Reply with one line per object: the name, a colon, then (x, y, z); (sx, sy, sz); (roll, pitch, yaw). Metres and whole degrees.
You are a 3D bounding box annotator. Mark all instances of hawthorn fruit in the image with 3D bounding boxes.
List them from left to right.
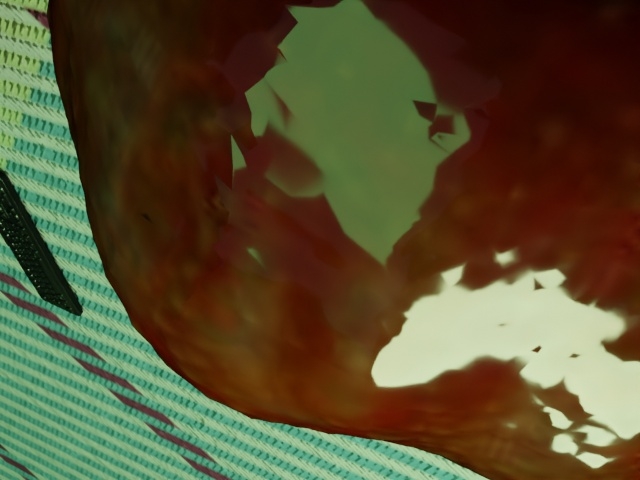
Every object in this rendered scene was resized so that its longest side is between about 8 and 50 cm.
hawthorn fruit: (0.062, -0.090, 0.477); (0.287, 0.287, 0.330); (33, 138, 18)

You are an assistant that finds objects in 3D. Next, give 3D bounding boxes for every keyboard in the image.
keyboard: (-0.229, 0.000, 1.254); (0.053, 0.010, 0.155); (21, 146, 39)
